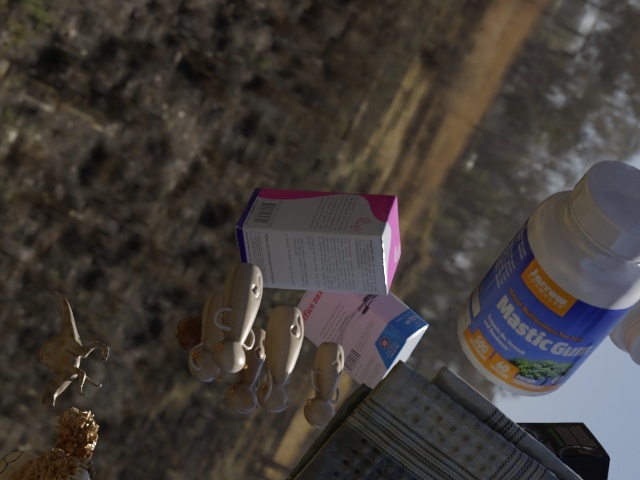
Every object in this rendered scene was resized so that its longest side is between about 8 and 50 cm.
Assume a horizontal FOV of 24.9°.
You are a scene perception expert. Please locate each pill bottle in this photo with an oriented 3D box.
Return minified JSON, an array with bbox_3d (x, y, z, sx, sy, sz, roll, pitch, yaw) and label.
[{"bbox_3d":[0.276,0.041,1.614,0.272,0.152,0.152,-59,-179,43],"label":"pill bottle"},{"bbox_3d":[0.471,0.088,2.161,0.215,0.117,0.117,-101,-152,-51],"label":"pill bottle"}]

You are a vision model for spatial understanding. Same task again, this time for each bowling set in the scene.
[{"bbox_3d":[-0.110,0.169,1.966,0.200,0.287,0.154,-14,-130,33],"label":"bowling set"}]

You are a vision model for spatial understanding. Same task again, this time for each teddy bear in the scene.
[{"bbox_3d":[-0.392,0.350,2.004,0.245,0.113,0.338,-63,-168,10],"label":"teddy bear"}]

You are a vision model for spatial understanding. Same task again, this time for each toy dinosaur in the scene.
[{"bbox_3d":[-0.346,0.153,2.039,0.053,0.092,0.183,127,-29,-62],"label":"toy dinosaur"}]

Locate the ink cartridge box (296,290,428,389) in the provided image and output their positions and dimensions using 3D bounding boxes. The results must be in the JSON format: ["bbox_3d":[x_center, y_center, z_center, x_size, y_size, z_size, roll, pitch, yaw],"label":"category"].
[{"bbox_3d":[0.063,0.139,2.420,0.082,0.190,0.140,-27,153,-50],"label":"ink cartridge box"}]

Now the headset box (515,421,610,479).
[{"bbox_3d":[0.278,0.415,2.245,0.131,0.283,0.246,-119,-147,-70],"label":"headset box"}]

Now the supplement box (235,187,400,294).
[{"bbox_3d":[0.000,0.000,2.139,0.111,0.220,0.114,-66,154,-52],"label":"supplement box"}]

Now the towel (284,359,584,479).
[{"bbox_3d":[0.118,0.306,1.538,0.312,0.324,0.056,-50,-173,26],"label":"towel"}]
